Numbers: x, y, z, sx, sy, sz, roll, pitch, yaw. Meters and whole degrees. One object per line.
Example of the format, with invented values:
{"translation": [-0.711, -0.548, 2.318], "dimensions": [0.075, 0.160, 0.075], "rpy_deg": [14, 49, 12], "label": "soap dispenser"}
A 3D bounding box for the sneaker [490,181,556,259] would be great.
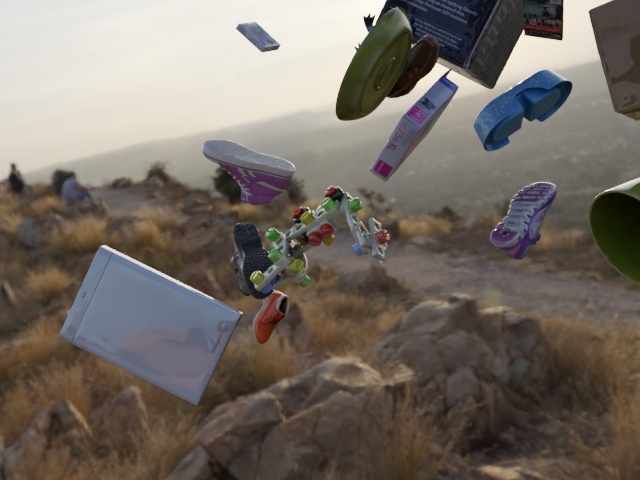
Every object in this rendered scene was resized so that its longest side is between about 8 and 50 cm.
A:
{"translation": [0.519, -0.045, 1.873], "dimensions": [0.236, 0.104, 0.095], "rpy_deg": [-50, 31, -21], "label": "sneaker"}

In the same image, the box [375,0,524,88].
{"translation": [0.438, -0.722, 2.103], "dimensions": [0.297, 0.472, 0.480], "rpy_deg": [32, 14, 16], "label": "box"}

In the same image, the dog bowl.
{"translation": [0.551, -0.365, 2.067], "dimensions": [0.297, 0.074, 0.166], "rpy_deg": [-33, -24, -5], "label": "dog bowl"}

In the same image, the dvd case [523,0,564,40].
{"translation": [0.481, -0.485, 1.617], "dimensions": [0.087, 0.119, 0.013], "rpy_deg": [16, 65, 26], "label": "dvd case"}

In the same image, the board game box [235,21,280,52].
{"translation": [-0.153, -0.502, 1.846], "dimensions": [0.020, 0.090, 0.090], "rpy_deg": [-49, -6, 27], "label": "board game box"}

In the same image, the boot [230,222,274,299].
{"translation": [-0.171, 0.087, 1.894], "dimensions": [0.083, 0.161, 0.246], "rpy_deg": [-6, 47, -17], "label": "boot"}

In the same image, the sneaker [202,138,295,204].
{"translation": [-0.226, -0.181, 2.148], "dimensions": [0.282, 0.161, 0.102], "rpy_deg": [18, 32, -25], "label": "sneaker"}

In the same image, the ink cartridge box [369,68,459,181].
{"translation": [0.244, -0.291, 1.861], "dimensions": [0.311, 0.065, 0.186], "rpy_deg": [-51, -5, -45], "label": "ink cartridge box"}

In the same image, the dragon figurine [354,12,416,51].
{"translation": [0.140, -0.419, 1.715], "dimensions": [0.085, 0.144, 0.289], "rpy_deg": [-4, -34, -16], "label": "dragon figurine"}

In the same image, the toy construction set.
{"translation": [0.000, 0.000, 1.714], "dimensions": [0.327, 0.151, 0.215], "rpy_deg": [-17, 34, 22], "label": "toy construction set"}

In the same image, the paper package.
{"translation": [0.884, -0.493, 1.873], "dimensions": [0.325, 0.309, 0.168], "rpy_deg": [-17, -10, 38], "label": "paper package"}

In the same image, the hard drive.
{"translation": [-0.384, 0.192, 1.695], "dimensions": [0.353, 0.233, 0.047], "rpy_deg": [26, 4, 1], "label": "hard drive"}

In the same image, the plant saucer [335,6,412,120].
{"translation": [0.112, -0.328, 1.440], "dimensions": [0.037, 0.241, 0.241], "rpy_deg": [33, 27, 13], "label": "plant saucer"}

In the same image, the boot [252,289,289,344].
{"translation": [-0.134, 0.215, 2.059], "dimensions": [0.059, 0.158, 0.084], "rpy_deg": [24, -9, -36], "label": "boot"}

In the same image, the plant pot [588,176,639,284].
{"translation": [0.888, -0.071, 1.892], "dimensions": [0.293, 0.275, 0.275], "rpy_deg": [-30, 15, -18], "label": "plant pot"}

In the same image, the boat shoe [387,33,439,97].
{"translation": [0.197, -0.372, 1.632], "dimensions": [0.060, 0.064, 0.178], "rpy_deg": [-36, -9, -40], "label": "boat shoe"}
